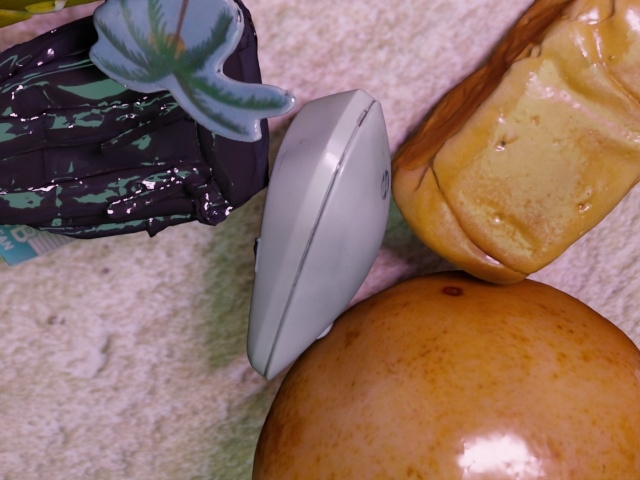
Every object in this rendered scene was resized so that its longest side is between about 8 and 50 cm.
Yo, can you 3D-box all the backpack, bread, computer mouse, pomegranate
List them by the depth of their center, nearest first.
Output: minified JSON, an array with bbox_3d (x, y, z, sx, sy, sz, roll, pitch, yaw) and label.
[{"bbox_3d":[-0.158,-0.090,0.893,0.258,0.133,0.206,-15,126,-15],"label":"backpack"},{"bbox_3d":[0.207,-0.100,0.977,0.167,0.132,0.294,38,113,-16],"label":"bread"},{"bbox_3d":[0.006,0.001,1.000,0.097,0.159,0.289,15,129,9],"label":"computer mouse"},{"bbox_3d":[0.142,0.238,1.087,0.416,0.417,0.417,-6,129,-8],"label":"pomegranate"}]

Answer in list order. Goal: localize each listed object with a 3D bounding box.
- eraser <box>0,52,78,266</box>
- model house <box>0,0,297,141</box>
[{"bbox_3d":[-0.278,-0.080,0.948,0.095,0.052,0.225,-22,129,7],"label":"eraser"},{"bbox_3d":[-0.188,-0.193,0.657,0.323,0.340,0.300,-43,165,30],"label":"model house"}]
